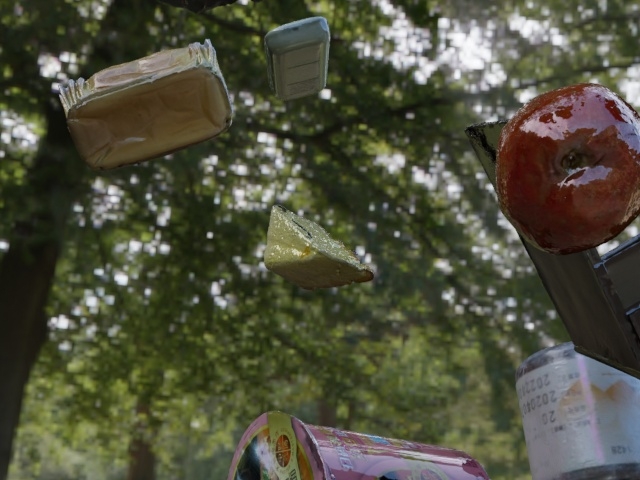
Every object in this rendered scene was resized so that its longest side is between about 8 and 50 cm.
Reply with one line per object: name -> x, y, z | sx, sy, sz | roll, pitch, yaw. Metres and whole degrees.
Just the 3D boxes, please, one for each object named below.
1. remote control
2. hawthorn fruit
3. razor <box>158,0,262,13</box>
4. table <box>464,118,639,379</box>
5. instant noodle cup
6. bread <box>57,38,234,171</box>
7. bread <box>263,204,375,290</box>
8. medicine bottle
remote control -> -0.031, -0.246, 1.564 | 0.090, 0.038, 0.309 | -15, -5, -1
hawthorn fruit -> 0.177, -0.049, 0.793 | 0.128, 0.128, 0.128 | 5, -13, 1
razor -> -0.049, -0.347, 0.976 | 0.189, 0.326, 0.107 | -3, -35, 41
table -> 0.336, -0.049, 1.137 | 0.251, 0.282, 0.196 | -28, 8, -6
instant noodle cup -> 0.053, 0.309, 1.257 | 0.255, 0.243, 0.244 | 7, -13, -29
bread -> -0.256, -0.201, 1.691 | 0.241, 0.107, 0.136 | -19, -55, -2
bread -> 0.000, 0.000, 1.159 | 0.084, 0.080, 0.109 | 26, -25, -37
medicine bottle -> 0.339, 0.271, 1.382 | 0.165, 0.273, 0.165 | -5, -27, -3
